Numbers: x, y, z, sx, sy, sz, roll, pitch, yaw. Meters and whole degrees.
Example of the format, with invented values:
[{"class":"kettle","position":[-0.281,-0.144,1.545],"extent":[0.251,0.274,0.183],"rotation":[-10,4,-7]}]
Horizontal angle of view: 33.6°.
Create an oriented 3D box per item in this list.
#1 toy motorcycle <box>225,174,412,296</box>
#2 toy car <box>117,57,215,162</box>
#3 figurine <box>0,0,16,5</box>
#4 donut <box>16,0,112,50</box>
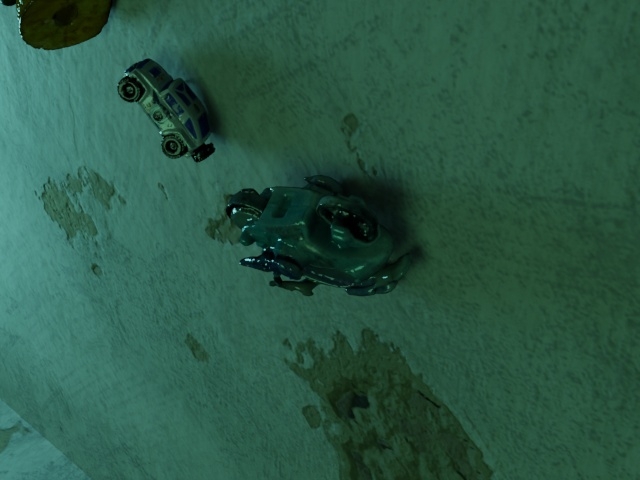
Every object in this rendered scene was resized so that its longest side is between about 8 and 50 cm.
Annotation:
[{"class":"toy motorcycle","position":[0.000,0.000,1.435],"extent":[0.260,0.154,0.206],"rotation":[4,147,42]},{"class":"toy car","position":[-0.217,-0.189,1.543],"extent":[0.070,0.080,0.171],"rotation":[-31,105,24]},{"class":"figurine","position":[-0.459,-0.427,1.597],"extent":[0.197,0.093,0.147],"rotation":[25,105,34]},{"class":"donut","position":[-0.379,-0.344,1.550],"extent":[0.152,0.152,0.058],"rotation":[-48,60,55]}]
